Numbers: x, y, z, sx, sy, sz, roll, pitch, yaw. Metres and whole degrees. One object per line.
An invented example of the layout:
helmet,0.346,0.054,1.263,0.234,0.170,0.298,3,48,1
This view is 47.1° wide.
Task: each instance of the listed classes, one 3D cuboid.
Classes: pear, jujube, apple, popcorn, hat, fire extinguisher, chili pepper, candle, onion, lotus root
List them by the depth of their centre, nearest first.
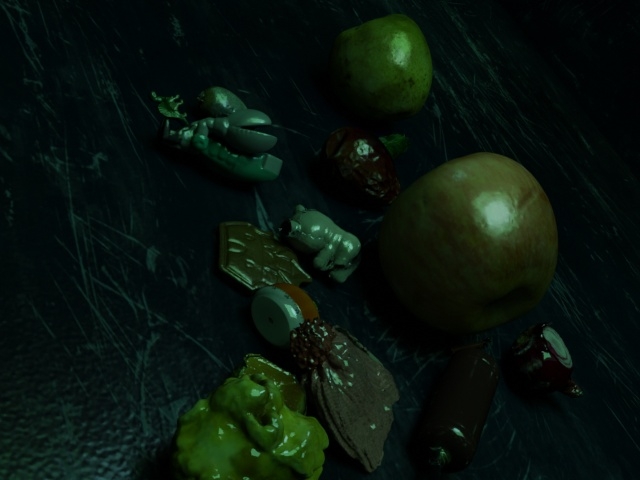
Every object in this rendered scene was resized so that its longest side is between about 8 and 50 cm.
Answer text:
popcorn,-0.103,0.294,1.065,0.226,0.200,0.203,-12,60,0
hat,0.034,0.248,1.305,0.286,0.107,0.236,52,28,-28
fire extinguisher,0.260,0.351,1.417,0.337,0.114,0.135,-45,131,-55
apple,0.322,0.015,1.598,0.391,0.391,0.346,1,53,-43
candle,0.343,0.246,1.679,0.167,0.021,0.026,-2,64,-46
lotus root,-0.211,-0.294,1.683,0.165,0.088,0.088,28,36,-35
onion,0.517,0.301,1.708,0.198,0.135,0.173,56,32,-6
jujube,0.105,-0.173,1.793,0.236,0.168,0.168,37,31,-37
chili pepper,0.170,-0.242,2.002,0.098,0.061,0.224,33,37,13
pear,0.181,-0.478,2.073,0.304,0.304,0.304,25,38,-22

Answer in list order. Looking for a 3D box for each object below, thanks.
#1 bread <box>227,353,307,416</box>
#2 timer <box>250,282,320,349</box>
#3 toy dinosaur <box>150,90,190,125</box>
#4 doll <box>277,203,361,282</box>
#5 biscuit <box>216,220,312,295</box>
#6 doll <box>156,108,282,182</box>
bread,-0.090,0.261,1.210,0.140,0.069,0.128,29,36,-11
timer,-0.056,0.137,1.356,0.136,0.099,0.136,37,32,-28
toy dinosaur,-0.325,-0.284,1.615,0.060,0.029,0.119,-28,79,-37
doll,0.000,0.000,1.546,0.192,0.095,0.149,33,26,-8
biscuit,-0.107,0.044,1.456,0.215,0.034,0.182,21,40,-27
doll,-0.193,-0.209,1.535,0.195,0.153,0.258,21,4,40
